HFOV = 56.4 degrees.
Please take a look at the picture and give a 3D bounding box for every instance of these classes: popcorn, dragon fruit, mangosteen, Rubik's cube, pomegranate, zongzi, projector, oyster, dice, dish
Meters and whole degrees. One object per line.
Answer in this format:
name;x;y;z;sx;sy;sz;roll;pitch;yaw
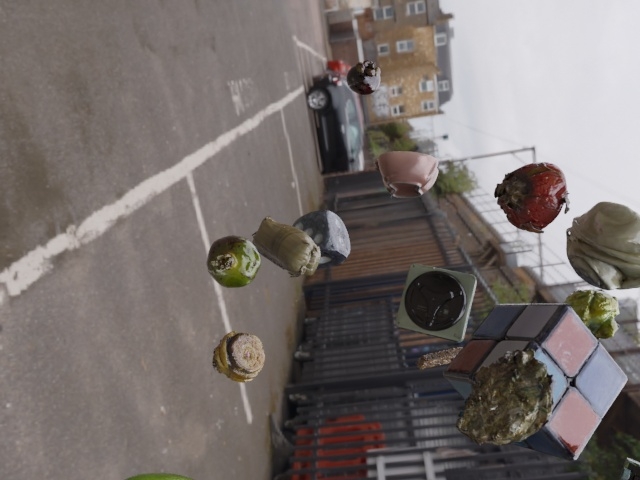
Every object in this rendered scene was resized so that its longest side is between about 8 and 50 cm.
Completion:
popcorn;0.917;0.254;2.009;0.198;0.198;0.212;77;-10;-48
dragon fruit;0.599;-0.140;1.763;0.218;0.148;0.223;128;-31;-47
mangosteen;0.166;-0.608;2.209;0.140;0.140;0.140;-8;90;-86
Rubik's cube;0.609;0.392;1.720;0.318;0.313;0.316;48;-20;-9
pomegranate;-0.327;0.084;2.134;0.246;0.198;0.198;-36;121;-57
zongzi;-0.042;0.034;1.397;0.197;0.099;0.194;29;3;-43
projector;0.437;0.232;2.259;0.079;0.257;0.259;46;57;-63
oyster;0.434;0.379;1.418;0.092;0.259;0.198;26;31;-32
dice;0.000;0.000;2.327;0.181;0.182;0.183;34;41;-54
dish;0.259;-0.190;1.826;0.213;0.213;0.090;69;26;-73

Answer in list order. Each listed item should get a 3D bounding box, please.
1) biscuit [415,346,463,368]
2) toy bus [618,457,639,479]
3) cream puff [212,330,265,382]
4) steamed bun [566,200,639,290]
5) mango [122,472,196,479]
biscuit;0.454;0.441;2.240;0.064;0.199;0.034;105;-29;-43
toy bus;0.764;0.631;1.458;0.101;0.088;0.175;28;82;-65
cream puff;-0.290;0.409;2.079;0.189;0.129;0.189;24;50;-31
steamed bun;0.846;0.040;1.747;0.268;0.207;0.280;40;-8;7
mango;-0.346;0.641;1.394;0.343;0.192;0.156;38;11;-29
